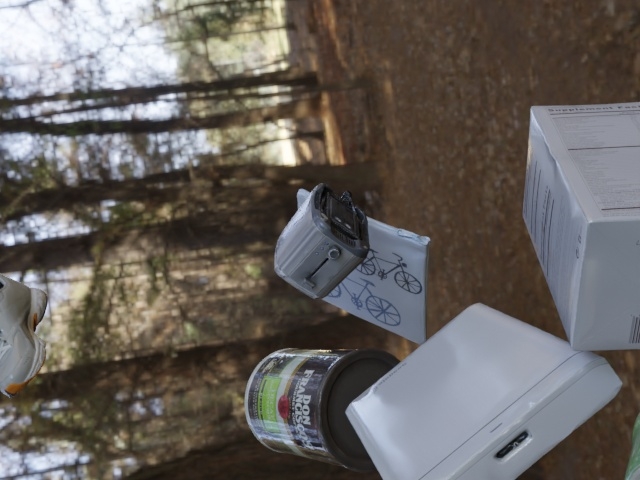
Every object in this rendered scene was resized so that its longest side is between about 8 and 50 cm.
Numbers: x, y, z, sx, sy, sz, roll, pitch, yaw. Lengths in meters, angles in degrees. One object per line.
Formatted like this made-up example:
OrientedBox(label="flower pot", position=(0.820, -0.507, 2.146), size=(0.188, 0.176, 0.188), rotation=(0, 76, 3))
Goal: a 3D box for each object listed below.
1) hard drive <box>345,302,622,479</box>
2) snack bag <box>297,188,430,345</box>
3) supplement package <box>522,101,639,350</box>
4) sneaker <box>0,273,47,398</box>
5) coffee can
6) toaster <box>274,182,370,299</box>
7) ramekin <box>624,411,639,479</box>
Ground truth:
OrientedBox(label="hard drive", position=(0.154, 0.177, 0.917), size=(0.047, 0.233, 0.353), rotation=(52, 177, -7))
OrientedBox(label="snack bag", position=(0.089, 0.054, 1.751), size=(0.037, 0.323, 0.343), rotation=(-48, -32, -33))
OrientedBox(label="supplement package", position=(0.282, -0.024, 0.782), size=(0.244, 0.138, 0.134), rotation=(-86, -7, -59))
OrientedBox(label="sneaker", position=(-0.546, 0.157, 1.419), size=(0.121, 0.099, 0.262), rotation=(39, -164, -35))
OrientedBox(label="coffee can", position=(0.013, 0.293, 1.475), size=(0.275, 0.201, 0.202), rotation=(-12, 85, 58))
OrientedBox(label="toaster", position=(0.000, 0.000, 1.493), size=(0.146, 0.129, 0.227), rotation=(-49, 18, 22))
OrientedBox(label="ramekin", position=(0.663, 0.408, 1.387), size=(0.148, 0.303, 0.304), rotation=(-46, -40, -43))
